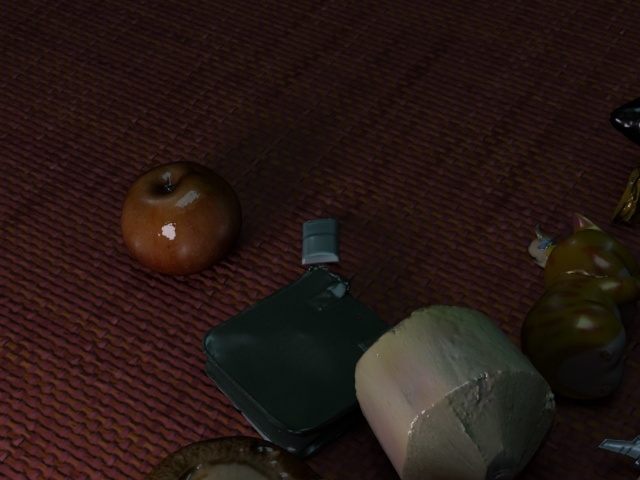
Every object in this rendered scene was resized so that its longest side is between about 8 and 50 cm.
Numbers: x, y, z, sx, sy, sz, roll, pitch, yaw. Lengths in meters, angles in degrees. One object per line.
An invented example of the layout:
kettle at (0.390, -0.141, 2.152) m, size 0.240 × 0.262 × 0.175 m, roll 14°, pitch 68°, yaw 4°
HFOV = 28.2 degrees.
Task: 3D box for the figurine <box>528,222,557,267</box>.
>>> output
figurine at (0.356, 0.015, 1.989) m, size 0.047 × 0.050 × 0.083 m, roll -26°, pitch 48°, yaw -11°

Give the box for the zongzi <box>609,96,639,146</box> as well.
zongzi at (0.690, -0.122, 1.989) m, size 0.319 × 0.362 × 0.383 m, roll -15°, pitch 8°, yaw -44°

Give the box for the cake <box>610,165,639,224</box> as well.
cake at (0.541, -0.077, 2.067) m, size 0.080 × 0.116 × 0.185 m, roll 28°, pitch 22°, yaw 17°

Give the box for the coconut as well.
coconut at (0.183, 0.226, 1.675) m, size 0.239 × 0.239 × 0.244 m, roll -22°, pitch 46°, yaw -14°

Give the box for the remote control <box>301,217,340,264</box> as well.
remote control at (0.000, 0.000, 2.025) m, size 0.061 × 0.029 × 0.162 m, roll -4°, pitch 24°, yaw 1°

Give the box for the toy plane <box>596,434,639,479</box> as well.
toy plane at (0.452, 0.302, 1.676) m, size 0.171 × 0.065 × 0.162 m, roll -42°, pitch 68°, yaw -14°

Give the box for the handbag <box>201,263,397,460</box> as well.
handbag at (-0.013, 0.172, 1.861) m, size 0.260 × 0.079 × 0.247 m, roll -31°, pitch 52°, yaw -25°

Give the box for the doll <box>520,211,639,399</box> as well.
doll at (0.378, 0.104, 1.825) m, size 0.162 × 0.167 × 0.269 m, roll 18°, pitch 47°, yaw 20°

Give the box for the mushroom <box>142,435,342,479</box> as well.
mushroom at (-0.102, 0.408, 1.563) m, size 0.345 × 0.239 × 0.345 m, roll -12°, pitch 25°, yaw 6°

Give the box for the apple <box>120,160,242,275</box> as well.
apple at (-0.224, -0.042, 2.038) m, size 0.201 × 0.162 × 0.201 m, roll -3°, pitch 47°, yaw 3°
